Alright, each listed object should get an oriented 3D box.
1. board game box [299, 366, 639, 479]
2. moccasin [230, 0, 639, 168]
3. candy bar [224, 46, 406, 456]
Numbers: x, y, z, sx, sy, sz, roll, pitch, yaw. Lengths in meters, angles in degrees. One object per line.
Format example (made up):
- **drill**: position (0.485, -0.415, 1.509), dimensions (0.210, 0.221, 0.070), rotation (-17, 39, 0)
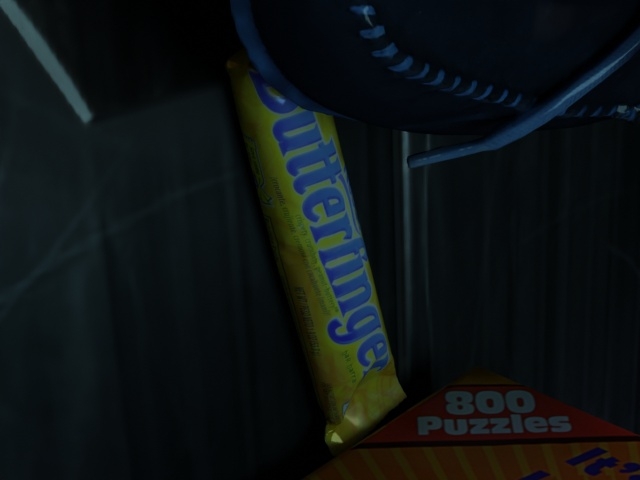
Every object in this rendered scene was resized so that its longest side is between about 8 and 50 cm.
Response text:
- **board game box**: position (0.071, 0.313, 0.339), dimensions (0.356, 0.356, 0.356), rotation (-26, 124, -38)
- **moccasin**: position (0.119, -0.105, 0.426), dimensions (0.342, 0.117, 0.138), rotation (-17, 112, -45)
- **candy bar**: position (0.000, 0.000, 0.417), dimensions (0.040, 0.018, 0.161), rotation (-37, 129, -33)
